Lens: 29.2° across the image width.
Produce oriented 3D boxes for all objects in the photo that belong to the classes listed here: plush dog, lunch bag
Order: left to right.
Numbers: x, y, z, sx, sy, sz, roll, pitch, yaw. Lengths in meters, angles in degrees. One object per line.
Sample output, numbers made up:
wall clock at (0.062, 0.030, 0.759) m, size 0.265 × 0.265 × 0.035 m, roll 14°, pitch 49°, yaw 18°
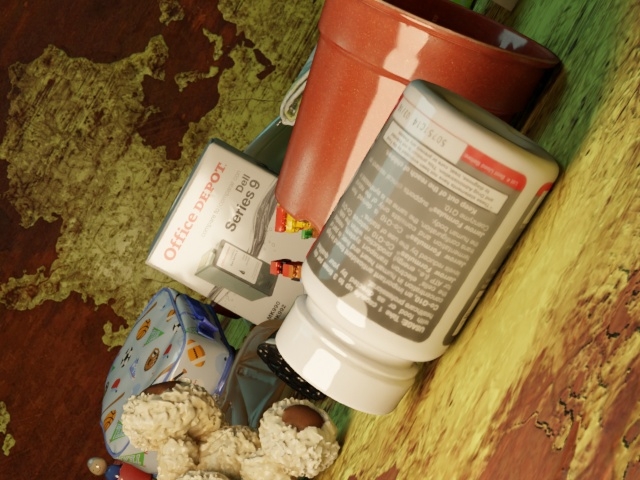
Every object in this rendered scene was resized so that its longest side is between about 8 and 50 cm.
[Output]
lunch bag at (-0.228, 0.206, 1.856) m, size 0.243 × 0.115 × 0.303 m, roll -57°, pitch 22°, yaw 7°
plush dog at (-0.121, 0.301, 1.378) m, size 0.225 × 0.262 × 0.211 m, roll -55°, pitch -33°, yaw -48°

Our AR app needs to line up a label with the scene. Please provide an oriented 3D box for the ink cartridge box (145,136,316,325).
ink cartridge box at (-0.088, 0.006, 1.834) m, size 0.211 × 0.289 × 0.121 m, roll -61°, pitch 7°, yaw 6°

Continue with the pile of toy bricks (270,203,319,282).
pile of toy bricks at (0.036, -0.003, 1.518) m, size 0.212 × 0.105 × 0.118 m, roll -10°, pitch -72°, yaw -55°

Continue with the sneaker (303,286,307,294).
sneaker at (0.042, 0.022, 1.687) m, size 0.229 × 0.087 × 0.092 m, roll -61°, pitch 9°, yaw 19°

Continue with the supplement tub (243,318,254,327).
supplement tub at (-0.116, 0.128, 2.443) m, size 0.071 × 0.071 × 0.107 m, roll -58°, pitch 8°, yaw 22°

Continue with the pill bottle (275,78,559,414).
pill bottle at (0.082, 0.009, 1.147) m, size 0.283 × 0.161 × 0.161 m, roll -59°, pitch 7°, yaw 14°

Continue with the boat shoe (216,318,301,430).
boat shoe at (-0.106, 0.279, 1.707) m, size 0.341 × 0.121 × 0.110 m, roll -58°, pitch -31°, yaw -16°

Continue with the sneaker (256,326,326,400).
sneaker at (0.016, 0.115, 1.560) m, size 0.124 × 0.107 × 0.283 m, roll -48°, pitch 5°, yaw -26°

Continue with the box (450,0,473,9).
box at (0.208, -0.352, 2.125) m, size 0.178 × 0.042 × 0.109 m, roll -66°, pitch 8°, yaw -31°

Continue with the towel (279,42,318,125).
towel at (0.094, -0.350, 1.788) m, size 0.320 × 0.090 × 0.374 m, roll -36°, pitch 21°, yaw 56°

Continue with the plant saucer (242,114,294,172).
plant saucer at (0.002, -0.194, 2.406) m, size 0.400 × 0.100 × 0.400 m, roll -37°, pitch -9°, yaw -7°

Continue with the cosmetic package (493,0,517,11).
cosmetic package at (0.257, -0.420, 1.836) m, size 0.060 × 0.098 × 0.239 m, roll -60°, pitch 6°, yaw 27°

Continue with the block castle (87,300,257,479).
block castle at (-0.224, 0.251, 2.165) m, size 0.453 × 0.212 × 0.303 m, roll -61°, pitch 7°, yaw 3°

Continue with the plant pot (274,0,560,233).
plant pot at (0.087, -0.133, 1.374) m, size 0.272 × 0.272 × 0.265 m, roll -82°, pitch 14°, yaw -71°
